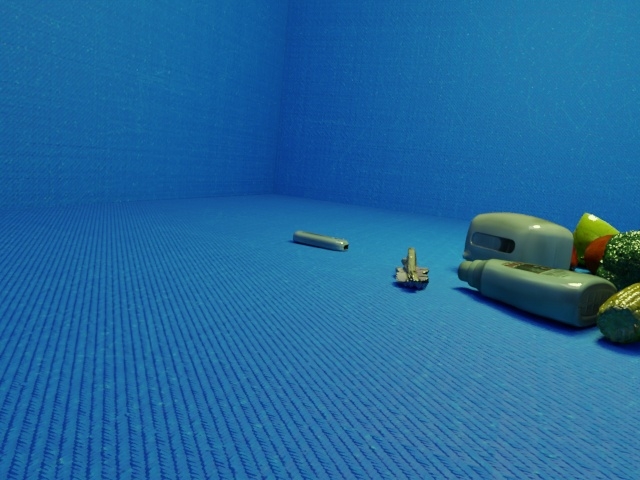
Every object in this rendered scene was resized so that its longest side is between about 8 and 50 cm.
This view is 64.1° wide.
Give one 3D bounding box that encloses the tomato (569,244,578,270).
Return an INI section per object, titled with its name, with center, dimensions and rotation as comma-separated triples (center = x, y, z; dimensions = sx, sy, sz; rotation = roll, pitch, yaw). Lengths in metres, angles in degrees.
[tomato]
center = 0.979, 0.028, 2.079
dimensions = 0.173, 0.099, 0.189
rotation = 46, 3, -35

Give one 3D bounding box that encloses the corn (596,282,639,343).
[corn]
center = 0.785, 0.172, 1.246
dimensions = 0.344, 0.131, 0.131
rotation = -6, 14, -43

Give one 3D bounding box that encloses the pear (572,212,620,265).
[pear]
center = 1.174, 0.050, 2.155
dimensions = 0.239, 0.139, 0.288
rotation = 27, -22, 30

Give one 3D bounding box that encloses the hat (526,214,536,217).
[hat]
center = 0.926, 0.023, 2.248
dimensions = 0.251, 0.252, 0.110
rotation = 1, -30, -26

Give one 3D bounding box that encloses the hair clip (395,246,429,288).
[hair clip]
center = 0.286, 0.093, 1.585
dimensions = 0.106, 0.085, 0.292
rotation = 12, 15, 4

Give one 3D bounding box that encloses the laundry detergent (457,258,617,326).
[laundry detergent]
center = 0.576, 0.125, 1.431
dimensions = 0.263, 0.125, 0.397
rotation = -3, 11, -38

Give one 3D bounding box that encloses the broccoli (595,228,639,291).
[broccoli]
center = 1.082, 0.096, 1.735
dimensions = 0.268, 0.269, 0.254
rotation = 5, 52, -6

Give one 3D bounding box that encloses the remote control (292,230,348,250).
[remote control]
center = 0.000, 0.000, 2.053
dimensions = 0.244, 0.047, 0.087
rotation = 12, 8, 26

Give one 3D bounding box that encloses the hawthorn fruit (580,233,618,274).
[hawthorn fruit]
center = 1.117, 0.063, 1.991
dimensions = 0.185, 0.185, 0.202
rotation = -1, -3, -35

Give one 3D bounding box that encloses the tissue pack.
[tissue pack]
center = 0.656, 0.022, 1.748
dimensions = 0.235, 0.230, 0.333
rotation = 3, 9, -30
